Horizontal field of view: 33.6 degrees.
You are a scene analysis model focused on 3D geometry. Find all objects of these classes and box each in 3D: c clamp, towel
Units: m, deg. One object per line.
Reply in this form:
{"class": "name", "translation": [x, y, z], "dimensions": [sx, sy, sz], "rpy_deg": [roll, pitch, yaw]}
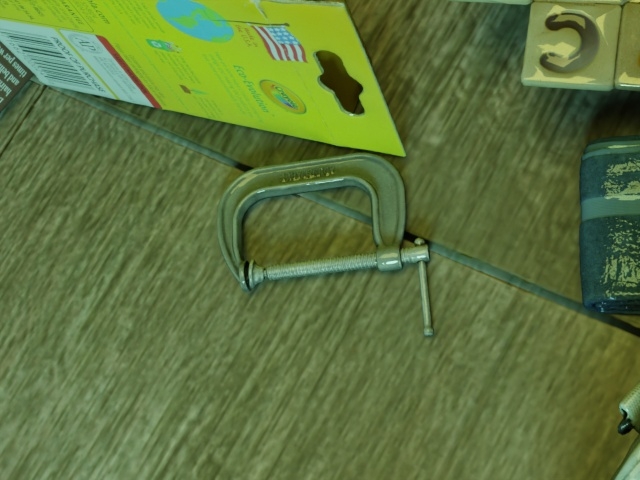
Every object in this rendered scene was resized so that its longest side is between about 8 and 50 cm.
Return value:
{"class": "c clamp", "translation": [0.000, 0.000, 0.741], "dimensions": [0.161, 0.022, 0.137], "rpy_deg": [-2, 68, 15]}
{"class": "towel", "translation": [0.201, -0.012, 0.683], "dimensions": [0.067, 0.029, 0.119], "rpy_deg": [-1, 69, 17]}

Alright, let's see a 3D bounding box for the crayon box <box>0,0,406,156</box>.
{"class": "crayon box", "translation": [-0.095, -0.160, 0.736], "dimensions": [0.319, 0.202, 0.081], "rpy_deg": [14, 73, 20]}

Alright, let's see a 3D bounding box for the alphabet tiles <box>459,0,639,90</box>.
{"class": "alphabet tiles", "translation": [0.238, -0.252, 0.686], "dimensions": [0.285, 0.011, 0.342], "rpy_deg": [7, 75, 15]}

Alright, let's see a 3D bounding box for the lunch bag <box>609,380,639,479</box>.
{"class": "lunch bag", "translation": [0.253, 0.193, 0.458], "dimensions": [0.212, 0.256, 0.305], "rpy_deg": [-44, 64, -4]}

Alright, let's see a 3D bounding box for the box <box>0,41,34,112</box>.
{"class": "box", "translation": [-0.405, -0.080, 0.801], "dimensions": [0.143, 0.191, 0.381], "rpy_deg": [33, 80, 26]}
